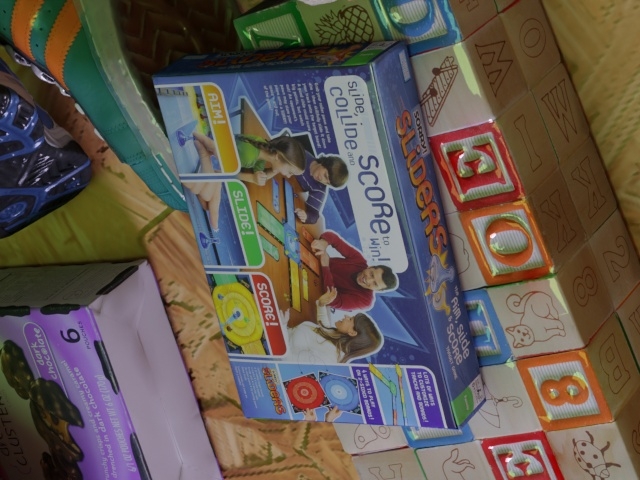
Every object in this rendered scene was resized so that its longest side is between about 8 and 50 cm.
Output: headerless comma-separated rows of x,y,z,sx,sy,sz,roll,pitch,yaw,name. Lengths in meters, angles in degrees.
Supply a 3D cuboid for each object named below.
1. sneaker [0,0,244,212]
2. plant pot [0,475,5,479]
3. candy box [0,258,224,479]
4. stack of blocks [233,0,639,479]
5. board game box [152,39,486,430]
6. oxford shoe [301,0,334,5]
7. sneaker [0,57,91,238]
-0.139,-0.139,1.092,0.121,0.108,0.302,-29,89,40,sneaker
-0.289,0.199,1.201,0.229,0.263,0.263,54,131,17,plant pot
-0.179,0.103,1.263,0.196,0.070,0.165,-4,113,34,candy box
0.063,-0.005,1.041,0.171,0.087,0.297,-12,108,36,stack of blocks
0.000,0.000,1.003,0.136,0.035,0.201,1,115,33,board game box
0.047,-0.176,0.900,0.397,0.140,0.146,11,96,32,oxford shoe
-0.192,-0.066,1.139,0.081,0.080,0.211,55,170,19,sneaker
